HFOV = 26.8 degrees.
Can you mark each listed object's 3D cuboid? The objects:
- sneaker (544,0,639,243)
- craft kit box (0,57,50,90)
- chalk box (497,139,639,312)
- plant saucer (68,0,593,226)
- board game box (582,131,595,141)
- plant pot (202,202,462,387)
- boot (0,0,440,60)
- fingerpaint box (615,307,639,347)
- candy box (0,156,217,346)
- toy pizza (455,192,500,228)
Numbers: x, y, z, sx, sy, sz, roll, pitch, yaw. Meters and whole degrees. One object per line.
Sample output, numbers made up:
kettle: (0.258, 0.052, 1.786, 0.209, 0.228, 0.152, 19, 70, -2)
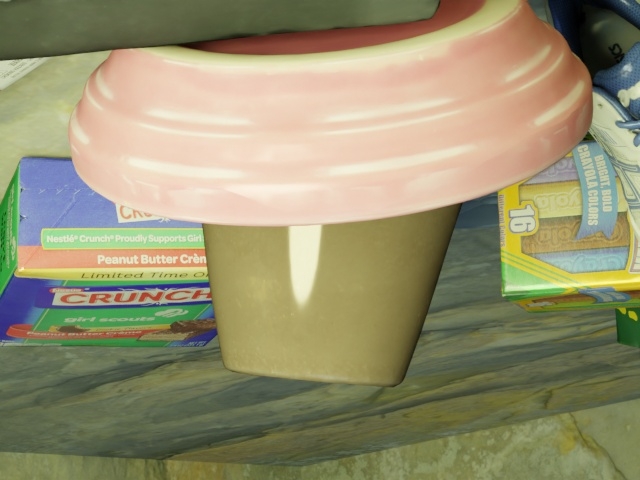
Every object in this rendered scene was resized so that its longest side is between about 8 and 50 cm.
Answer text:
sneaker: (0.238, -0.071, 0.946, 0.112, 0.296, 0.131, -37, 144, 13)
craft kit box: (-0.350, -0.137, 0.932, 0.246, 0.061, 0.250, 13, 155, -41)
chalk box: (0.269, -0.012, 1.153, 0.213, 0.132, 0.132, -4, 168, 20)
plant saucer: (0.003, -0.109, 0.848, 0.332, 0.084, 0.332, -4, -156, 2)
board game box: (0.204, -0.096, 1.296, 0.281, 0.027, 0.145, 1, 164, -21)
plant pot: (0.000, 0.000, 1.102, 0.263, 0.229, 0.263, 6, 175, 1)
boot: (-0.159, -0.199, 0.618, 0.445, 0.146, 0.367, -6, 161, -1)
fingerpaint box: (0.567, 0.013, 1.321, 0.444, 0.163, 0.371, -7, -176, -13)
candy box: (-0.204, 0.022, 1.392, 0.268, 0.122, 0.317, 1, 161, -21)
toy pizza: (0.168, -0.054, 1.322, 0.201, 0.032, 0.201, -4, 164, -1)
